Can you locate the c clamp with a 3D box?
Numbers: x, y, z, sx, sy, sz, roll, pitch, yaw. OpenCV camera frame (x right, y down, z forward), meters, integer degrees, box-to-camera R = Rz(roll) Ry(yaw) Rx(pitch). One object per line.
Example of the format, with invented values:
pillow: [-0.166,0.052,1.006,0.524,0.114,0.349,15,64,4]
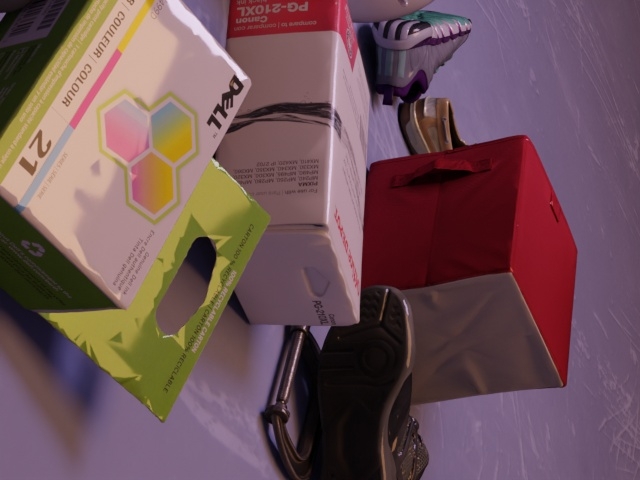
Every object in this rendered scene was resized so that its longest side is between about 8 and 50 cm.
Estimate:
c clamp: [-0.022,0.125,1.286,0.137,0.022,0.160,66,26,-44]

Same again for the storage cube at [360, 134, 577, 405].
storage cube: [0.152,0.035,1.516,0.193,0.184,0.215,-76,148,-43]

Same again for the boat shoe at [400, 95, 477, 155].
boat shoe: [0.158,-0.092,1.723,0.190,0.072,0.068,58,31,-42]

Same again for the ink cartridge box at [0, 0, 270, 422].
ink cartridge box: [-0.111,-0.029,0.926,0.255,0.097,0.188,47,55,-34]

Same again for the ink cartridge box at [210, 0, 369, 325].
ink cartridge box: [-0.021,-0.068,1.216,0.172,0.100,0.237,71,20,-59]

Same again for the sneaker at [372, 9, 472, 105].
sneaker: [0.110,-0.212,1.686,0.224,0.083,0.098,-23,123,-62]

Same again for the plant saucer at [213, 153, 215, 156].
plant saucer: [-0.124,-0.120,1.124,0.198,0.036,0.198,-9,90,-68]

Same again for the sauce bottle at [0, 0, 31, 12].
sauce bottle: [-0.187,-0.301,0.954,0.111,0.111,0.344,53,35,-48]

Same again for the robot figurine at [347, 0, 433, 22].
robot figurine: [0.040,-0.355,1.362,0.300,0.200,0.353,136,-45,-67]

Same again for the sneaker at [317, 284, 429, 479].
sneaker: [0.050,0.154,1.336,0.130,0.087,0.227,8,84,-75]
